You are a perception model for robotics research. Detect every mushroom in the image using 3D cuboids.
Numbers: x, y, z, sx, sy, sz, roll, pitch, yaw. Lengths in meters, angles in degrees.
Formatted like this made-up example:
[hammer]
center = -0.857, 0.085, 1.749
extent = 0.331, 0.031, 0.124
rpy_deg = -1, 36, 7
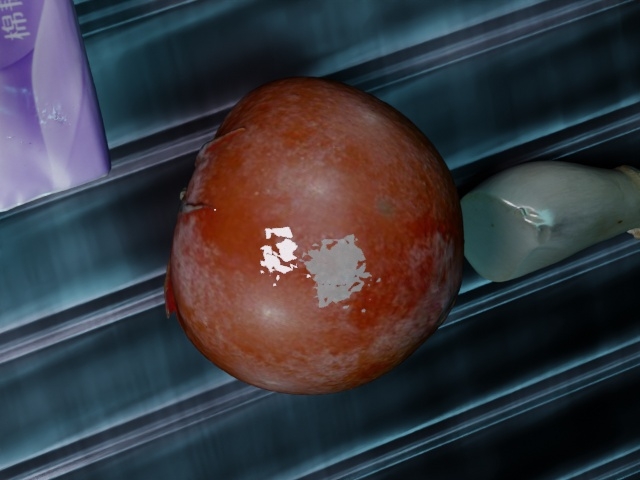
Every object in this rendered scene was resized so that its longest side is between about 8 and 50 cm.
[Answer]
[mushroom]
center = 0.237, -0.034, 1.666
extent = 0.225, 0.093, 0.116
rpy_deg = -20, 139, -25

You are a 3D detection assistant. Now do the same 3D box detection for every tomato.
[tomato]
center = 0.000, 0.000, 1.459
extent = 0.265, 0.265, 0.265
rpy_deg = -10, 117, -20

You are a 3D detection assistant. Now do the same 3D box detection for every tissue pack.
[tissue pack]
center = -0.281, -0.213, 1.249
extent = 0.160, 0.242, 0.338
rpy_deg = -21, 120, -16
